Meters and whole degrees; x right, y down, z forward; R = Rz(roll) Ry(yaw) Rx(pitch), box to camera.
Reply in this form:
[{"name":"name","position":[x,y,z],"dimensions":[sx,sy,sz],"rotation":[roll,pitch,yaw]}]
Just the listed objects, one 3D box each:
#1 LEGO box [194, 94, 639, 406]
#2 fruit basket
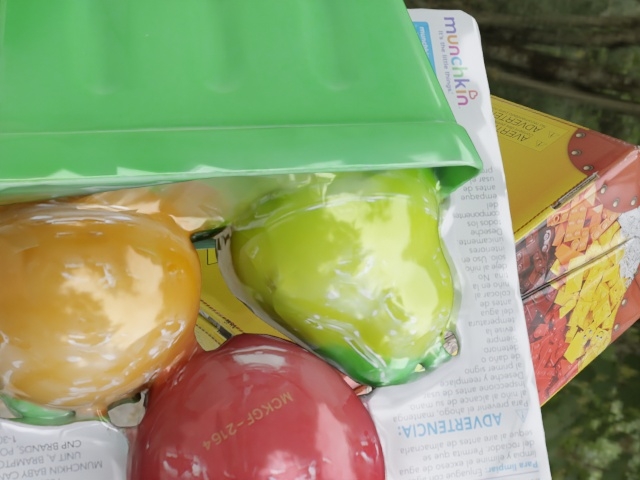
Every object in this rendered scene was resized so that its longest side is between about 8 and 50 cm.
[{"name":"LEGO box","position":[0.000,0.000,0.937],"dimensions":[0.372,0.500,0.193],"rotation":[-35,131,-23]},{"name":"fruit basket","position":[-0.050,0.055,0.458],"dimensions":[0.165,0.327,0.353],"rotation":[160,-75,-73]}]
